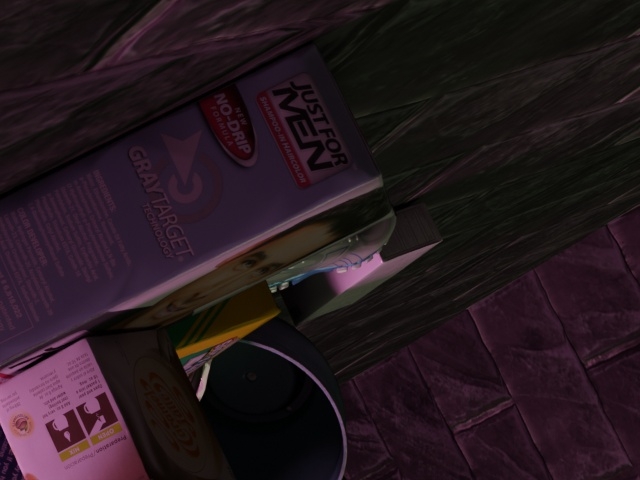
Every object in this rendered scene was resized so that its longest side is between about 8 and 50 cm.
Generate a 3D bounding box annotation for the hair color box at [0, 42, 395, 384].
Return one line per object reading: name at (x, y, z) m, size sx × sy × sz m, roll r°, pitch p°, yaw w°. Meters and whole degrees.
hair color box at (-0.137, 0.003, 1.229) m, size 0.374 × 0.113 × 0.185 m, roll -27°, pitch 171°, yaw 2°

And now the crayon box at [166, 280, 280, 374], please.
crayon box at (-0.266, 0.134, 1.646) m, size 0.313 × 0.106 × 0.363 m, roll -19°, pitch 169°, yaw -44°

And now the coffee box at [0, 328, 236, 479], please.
coffee box at (-0.128, 0.197, 1.210) m, size 0.098 × 0.246 × 0.141 m, roll -29°, pitch 170°, yaw 17°

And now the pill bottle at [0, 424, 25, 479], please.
pill bottle at (-0.291, 0.197, 1.367) m, size 0.265 × 0.153 × 0.153 m, roll 23°, pitch 156°, yaw -11°

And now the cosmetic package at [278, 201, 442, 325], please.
cosmetic package at (0.046, 0.030, 2.054) m, size 0.099 × 0.060 × 0.239 m, roll -17°, pitch 168°, yaw -34°

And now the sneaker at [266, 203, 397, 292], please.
sneaker at (0.000, 0.000, 1.744) m, size 0.191 × 0.071 × 0.083 m, roll -24°, pitch 165°, yaw -17°

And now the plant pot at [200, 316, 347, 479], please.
plant pot at (-0.101, 0.208, 2.092) m, size 0.293 × 0.293 × 0.196 m, roll -29°, pitch -163°, yaw 19°

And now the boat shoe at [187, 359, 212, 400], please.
boat shoe at (-0.163, 0.128, 1.885) m, size 0.069 × 0.081 × 0.227 m, roll -5°, pitch 140°, yaw -33°
